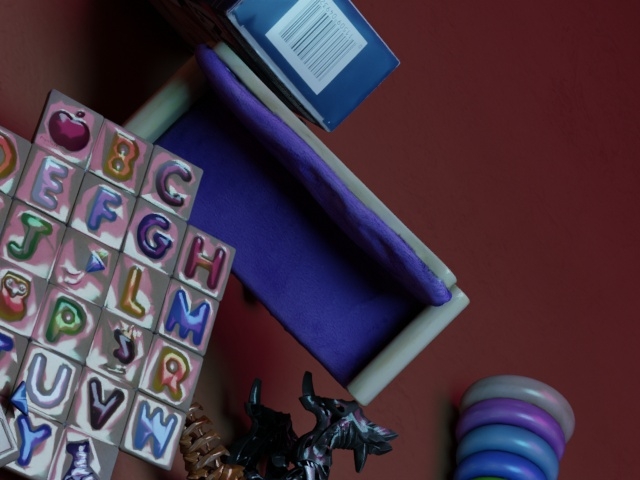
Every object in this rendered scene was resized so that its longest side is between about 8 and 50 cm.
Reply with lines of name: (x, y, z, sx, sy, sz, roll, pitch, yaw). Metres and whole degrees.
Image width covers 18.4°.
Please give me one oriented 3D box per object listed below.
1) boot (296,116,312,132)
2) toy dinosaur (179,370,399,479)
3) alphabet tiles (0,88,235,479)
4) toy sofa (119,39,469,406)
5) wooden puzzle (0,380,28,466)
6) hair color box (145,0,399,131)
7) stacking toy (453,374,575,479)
boot: (0.002, -0.001, 2.193, 0.178, 0.085, 0.236, 43, 38, -40)
toy dinosaur: (-0.042, 0.252, 1.912, 0.218, 0.164, 0.322, -59, 146, -36)
alphabet tiles: (-0.219, 0.048, 1.754, 0.285, 0.011, 0.342, 29, 62, -27)
toy sofa: (-0.032, -0.017, 1.906, 0.362, 0.150, 0.177, 45, -2, 9)
wooden puzzle: (-0.293, 0.162, 1.655, 0.116, 0.014, 0.078, -14, 91, -38)
hair color box: (-0.078, -0.239, 1.999, 0.174, 0.105, 0.347, 48, -7, -30)
stacking toy: (0.199, 0.321, 2.280, 0.141, 0.141, 0.330, 47, 43, -31)
